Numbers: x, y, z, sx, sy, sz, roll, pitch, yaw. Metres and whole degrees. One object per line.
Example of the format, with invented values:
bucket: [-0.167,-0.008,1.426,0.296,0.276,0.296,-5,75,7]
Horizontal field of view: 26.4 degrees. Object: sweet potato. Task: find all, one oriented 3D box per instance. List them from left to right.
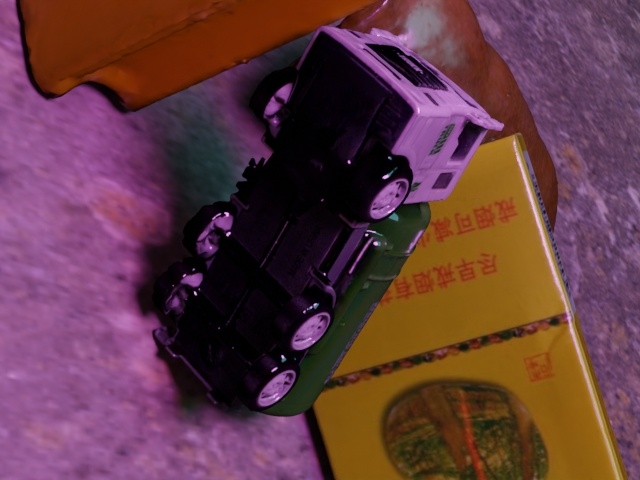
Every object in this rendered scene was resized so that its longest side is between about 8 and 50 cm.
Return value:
sweet potato: [0.094,-0.059,1.014,0.370,0.157,0.158,47,41,-40]

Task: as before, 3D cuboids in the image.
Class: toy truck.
toy truck: [0.000,0.000,0.785,0.125,0.242,0.101,-4,41,-51]

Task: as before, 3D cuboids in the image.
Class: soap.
soap: [-0.038,-0.213,0.733,0.096,0.324,0.204,3,72,-51]

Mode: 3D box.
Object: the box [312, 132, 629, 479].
box: [0.093,0.115,0.901,0.047,0.187,0.335,-17,90,-76]
